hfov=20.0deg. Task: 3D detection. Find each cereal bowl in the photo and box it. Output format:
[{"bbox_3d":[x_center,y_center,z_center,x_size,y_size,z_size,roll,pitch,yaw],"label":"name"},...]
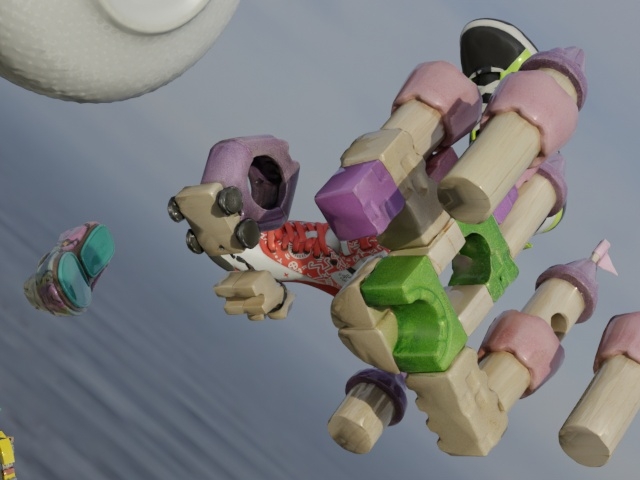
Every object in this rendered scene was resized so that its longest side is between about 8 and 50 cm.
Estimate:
[{"bbox_3d":[-0.188,-0.286,1.699,0.141,0.339,0.339,21,-15,45],"label":"cereal bowl"}]

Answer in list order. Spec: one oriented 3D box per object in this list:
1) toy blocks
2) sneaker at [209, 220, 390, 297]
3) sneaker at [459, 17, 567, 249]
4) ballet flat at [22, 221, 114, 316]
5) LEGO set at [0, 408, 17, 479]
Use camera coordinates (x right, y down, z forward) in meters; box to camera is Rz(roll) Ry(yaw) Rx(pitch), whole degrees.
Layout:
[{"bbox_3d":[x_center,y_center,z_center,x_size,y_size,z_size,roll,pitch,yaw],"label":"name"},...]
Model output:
[{"bbox_3d":[0.114,-0.010,1.420,0.309,0.260,0.289,-5,-57,41],"label":"toy blocks"},{"bbox_3d":[0.001,-0.001,2.229,0.270,0.090,0.145,19,-39,-18],"label":"sneaker"},{"bbox_3d":[0.187,-0.109,1.814,0.097,0.084,0.235,-21,93,-55],"label":"sneaker"},{"bbox_3d":[-0.293,0.039,2.064,0.221,0.079,0.077,-74,143,-69],"label":"ballet flat"},{"bbox_3d":[-0.376,0.303,1.691,0.255,0.331,0.192,20,-12,-40],"label":"LEGO set"}]
